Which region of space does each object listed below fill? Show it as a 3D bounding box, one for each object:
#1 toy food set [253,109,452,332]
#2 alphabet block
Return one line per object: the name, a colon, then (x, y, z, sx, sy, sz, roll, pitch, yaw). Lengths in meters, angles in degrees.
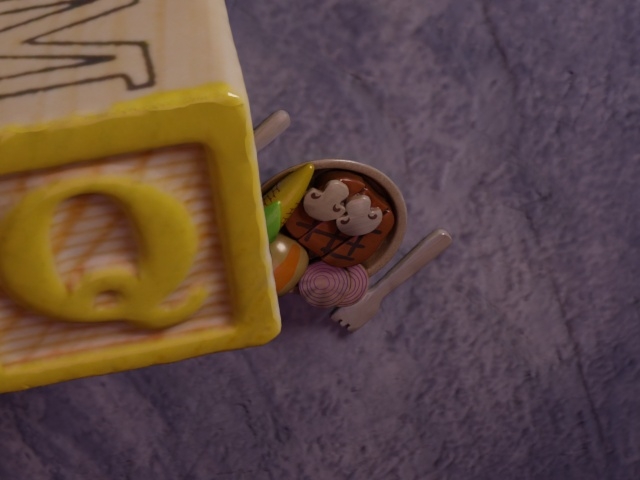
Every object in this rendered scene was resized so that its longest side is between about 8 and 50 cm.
toy food set: (0.000, 0.000, 1.092, 0.192, 0.038, 0.132, 33, 116, -33)
alphabet block: (-0.137, -0.053, 0.910, 0.193, 0.197, 0.192, -11, 131, -3)
